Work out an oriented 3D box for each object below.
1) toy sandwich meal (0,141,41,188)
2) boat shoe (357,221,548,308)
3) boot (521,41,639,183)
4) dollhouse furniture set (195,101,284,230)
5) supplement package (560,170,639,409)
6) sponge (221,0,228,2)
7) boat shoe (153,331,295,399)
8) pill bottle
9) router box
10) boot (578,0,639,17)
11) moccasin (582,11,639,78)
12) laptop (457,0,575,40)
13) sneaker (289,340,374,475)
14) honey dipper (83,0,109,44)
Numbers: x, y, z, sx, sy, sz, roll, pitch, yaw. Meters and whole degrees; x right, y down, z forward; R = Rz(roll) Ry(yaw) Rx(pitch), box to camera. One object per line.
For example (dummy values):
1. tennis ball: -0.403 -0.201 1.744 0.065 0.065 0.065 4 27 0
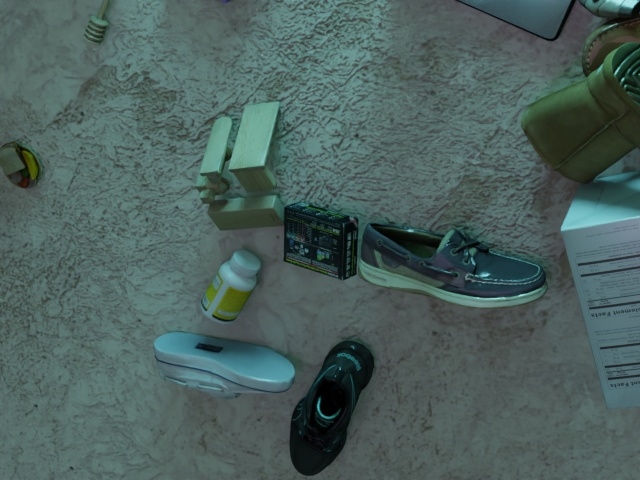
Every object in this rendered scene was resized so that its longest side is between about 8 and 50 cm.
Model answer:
1. toy sandwich meal: -0.504 -0.123 1.967 0.086 0.029 0.085 8 114 18
2. boat shoe: 0.188 0.030 1.719 0.285 0.103 0.092 9 119 24
3. boot: 0.390 -0.120 1.497 0.236 0.089 0.269 55 163 3
4. dollhouse furniture set: -0.111 -0.112 1.819 0.144 0.123 0.151 -4 145 23
5. supplement package: 0.457 0.054 1.564 0.198 0.199 0.262 -11 107 24
6. sponge: -0.125 -0.455 1.677 0.117 0.031 0.210 40 119 2
7. boat shoe: -0.156 0.218 1.948 0.258 0.095 0.084 13 120 28
8. pill bottle: -0.141 0.073 1.886 0.065 0.065 0.116 35 120 5
9. router box: 0.000 0.000 1.792 0.122 0.038 0.092 18 115 36
10. boot: 0.392 -0.329 1.513 0.087 0.118 0.042 34 158 42
11. moccasin: 0.515 -0.210 1.460 0.380 0.147 0.139 13 117 16
12. laptop: 0.159 -0.471 1.441 0.408 0.236 0.381 26 119 10
13. sneaker: 0.000 0.283 1.897 0.101 0.106 0.267 24 120 9
14. honey dipper: -0.323 -0.374 1.792 0.030 0.030 0.160 30 117 8
